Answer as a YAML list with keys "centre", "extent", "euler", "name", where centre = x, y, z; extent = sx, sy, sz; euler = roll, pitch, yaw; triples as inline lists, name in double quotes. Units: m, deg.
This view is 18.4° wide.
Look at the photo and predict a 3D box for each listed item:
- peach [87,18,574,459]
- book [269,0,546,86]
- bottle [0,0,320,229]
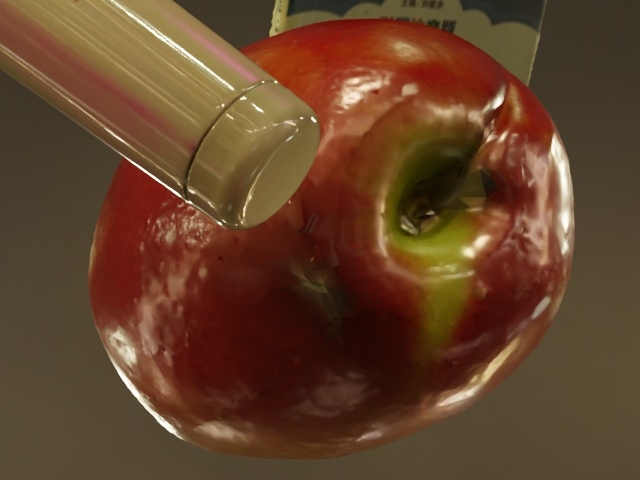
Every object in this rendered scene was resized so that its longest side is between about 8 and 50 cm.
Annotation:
- centre: [0.000, 0.000, 0.857]
  extent: [0.190, 0.196, 0.226]
  euler: [16, -15, -24]
  name: "peach"
- centre: [0.052, -0.107, 1.224]
  extent: [0.228, 0.018, 0.322]
  euler: [-4, -68, -43]
  name: "book"
- centre: [-0.047, -0.044, 0.541]
  extent: [0.045, 0.096, 0.045]
  euler: [-45, -21, -23]
  name: "bottle"
